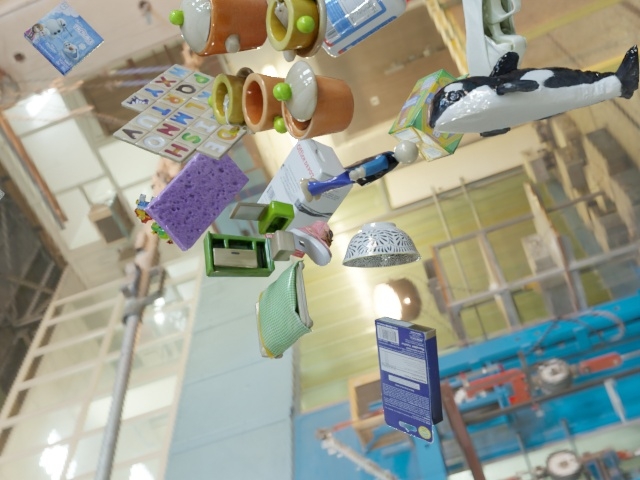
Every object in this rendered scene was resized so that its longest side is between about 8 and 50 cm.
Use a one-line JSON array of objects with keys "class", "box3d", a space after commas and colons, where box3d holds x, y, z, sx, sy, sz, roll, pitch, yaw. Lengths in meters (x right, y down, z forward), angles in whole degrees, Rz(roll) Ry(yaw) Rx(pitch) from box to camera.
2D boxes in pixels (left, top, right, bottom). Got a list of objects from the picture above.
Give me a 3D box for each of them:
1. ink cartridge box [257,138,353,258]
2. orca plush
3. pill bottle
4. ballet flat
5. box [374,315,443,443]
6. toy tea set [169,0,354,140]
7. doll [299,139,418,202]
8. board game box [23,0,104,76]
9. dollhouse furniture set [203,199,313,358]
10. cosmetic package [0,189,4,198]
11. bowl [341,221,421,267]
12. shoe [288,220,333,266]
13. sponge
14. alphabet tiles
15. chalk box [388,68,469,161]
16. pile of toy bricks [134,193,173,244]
[{"class": "ink cartridge box", "box3d": [-0.051, -0.121, 2.185, 0.114, 0.272, 0.197, 17, -149, -32]}, {"class": "orca plush", "box3d": [0.284, -0.226, 1.091, 0.151, 0.287, 0.102, 36, -139, -69]}, {"class": "pill bottle", "box3d": [0.087, -0.459, 1.516, 0.124, 0.222, 0.124, 51, -159, -28]}, {"class": "ballet flat", "box3d": [0.395, -0.482, 1.784, 0.139, 0.139, 0.400, -82, -19, -71]}, {"class": "box", "box3d": [0.170, 0.266, 1.532, 0.136, 0.037, 0.225, 10, 110, 49]}, {"class": "toy tea set", "box3d": [-0.089, -0.215, 0.957, 0.336, 0.124, 0.199, 22, 115, 57]}, {"class": "doll", "box3d": [0.064, -0.107, 1.235, 0.046, 0.189, 0.129, 71, -161, -1]}, {"class": "board game box", "box3d": [-0.420, -0.332, 1.306, 0.090, 0.090, 0.020, 45, 161, -9]}, {"class": "dollhouse furniture set", "box3d": [-0.138, 0.086, 1.681, 0.197, 0.151, 0.301, 129, 138, -51]}, {"class": "cosmetic package", "box3d": [-0.908, -0.089, 1.852, 0.138, 0.224, 0.224, 36, 176, 19]}, {"class": "bowl", "box3d": [0.127, 0.006, 1.690, 0.170, 0.170, 0.080, 37, -132, -74]}, {"class": "shoe", "box3d": [0.000, 0.000, 1.791, 0.178, 0.081, 0.063, 32, 141, 59]}, {"class": "sponge", "box3d": [-0.246, -0.092, 1.601, 0.117, 0.210, 0.031, 48, 152, -20]}, {"class": "alphabet tiles", "box3d": [-0.206, -0.199, 1.246, 0.237, 0.198, 0.009, -54, -20, -47]}, {"class": "chalk box", "box3d": [0.286, -0.318, 1.911, 0.132, 0.213, 0.132, 32, 167, -15]}, {"class": "pile of toy bricks", "box3d": [-0.411, -0.041, 2.165, 0.118, 0.212, 0.105, -81, 6, -64]}]
